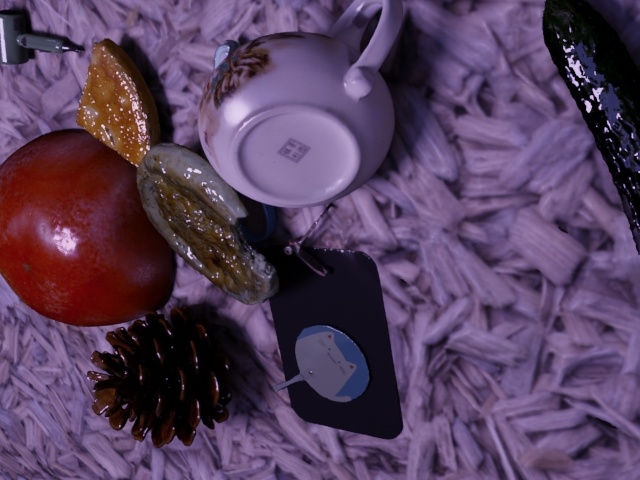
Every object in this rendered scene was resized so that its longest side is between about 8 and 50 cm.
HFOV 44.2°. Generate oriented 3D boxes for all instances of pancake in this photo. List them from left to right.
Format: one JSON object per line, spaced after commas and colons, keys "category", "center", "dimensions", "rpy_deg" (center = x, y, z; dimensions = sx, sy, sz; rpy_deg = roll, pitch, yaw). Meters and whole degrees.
{"category": "pancake", "center": [-0.147, -0.015, 0.989], "dimensions": [0.253, 0.037, 0.253], "rpy_deg": [35, 151, 23]}

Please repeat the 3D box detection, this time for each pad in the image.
{"category": "pad", "center": [0.013, 0.133, 1.022], "dimensions": [0.181, 0.004, 0.267], "rpy_deg": [4, 113, 34]}

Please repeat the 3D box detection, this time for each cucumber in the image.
{"category": "cucumber", "center": [0.263, -0.110, 0.692], "dimensions": [0.067, 0.067, 0.245], "rpy_deg": [-22, 97, 40]}

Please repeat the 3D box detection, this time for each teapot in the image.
{"category": "teapot", "center": [-0.017, -0.135, 0.826], "dimensions": [0.204, 0.139, 0.298], "rpy_deg": [34, 126, -29]}

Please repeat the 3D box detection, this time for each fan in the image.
{"category": "fan", "center": [-0.007, 0.173, 1.047], "dimensions": [0.175, 0.005, 0.113], "rpy_deg": [-31, 92, 39]}

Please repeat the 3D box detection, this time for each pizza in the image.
{"category": "pizza", "center": [-0.269, -0.180, 1.045], "dimensions": [0.134, 0.046, 0.175], "rpy_deg": [3, 113, 33]}

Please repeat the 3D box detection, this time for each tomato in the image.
{"category": "tomato", "center": [-0.378, 0.004, 1.151], "dimensions": [0.338, 0.144, 0.338], "rpy_deg": [17, 122, 30]}

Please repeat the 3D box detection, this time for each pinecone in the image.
{"category": "pinecone", "center": [-0.227, 0.193, 1.100], "dimensions": [0.208, 0.208, 0.208], "rpy_deg": [15, 119, 29]}

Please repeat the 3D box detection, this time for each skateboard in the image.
{"category": "skateboard", "center": [0.000, 0.000, 0.951], "dimensions": [0.064, 0.032, 0.083], "rpy_deg": [39, 128, 5]}

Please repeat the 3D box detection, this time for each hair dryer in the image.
{"category": "hair dryer", "center": [-0.394, -0.276, 1.095], "dimensions": [0.150, 0.047, 0.071], "rpy_deg": [15, 118, 22]}

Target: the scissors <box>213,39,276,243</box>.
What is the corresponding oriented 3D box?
{"category": "scissors", "center": [-0.110, -0.119, 0.972], "dimensions": [0.125, 0.030, 0.256], "rpy_deg": [18, 123, 26]}
